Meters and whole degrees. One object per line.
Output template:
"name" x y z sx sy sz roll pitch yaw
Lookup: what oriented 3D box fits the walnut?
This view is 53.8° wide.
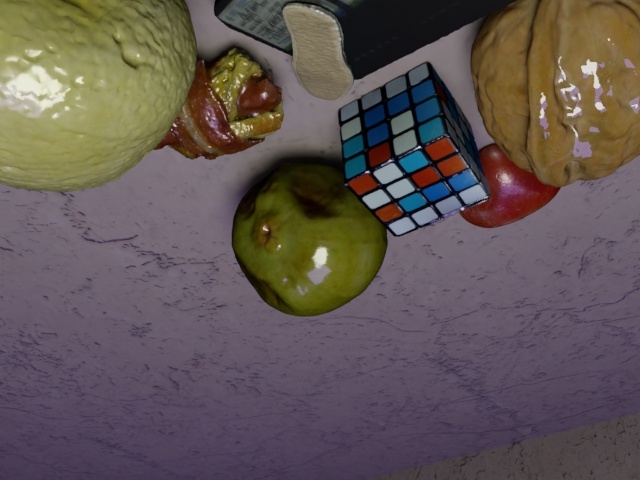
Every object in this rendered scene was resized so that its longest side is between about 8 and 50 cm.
"walnut" 0.297 -0.196 0.762 0.224 0.257 0.257 11 155 37

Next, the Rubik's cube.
"Rubik's cube" 0.131 -0.124 0.895 0.154 0.151 0.155 -22 139 24

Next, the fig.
"fig" 0.000 0.000 0.986 0.239 0.240 0.271 -33 157 33

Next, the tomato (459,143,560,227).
"tomato" 0.310 -0.073 1.035 0.166 0.082 0.174 7 139 -15

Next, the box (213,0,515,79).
"box" 0.033 -0.261 0.636 0.211 0.058 0.350 18 172 -25

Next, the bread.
"bread" -0.282 -0.206 0.614 0.320 0.321 0.237 16 153 -24

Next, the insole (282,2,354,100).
"insole" -0.001 -0.218 0.763 0.081 0.011 0.248 14 173 8

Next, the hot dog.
"hot dog" -0.150 -0.169 0.849 0.213 0.103 0.146 -21 140 23
